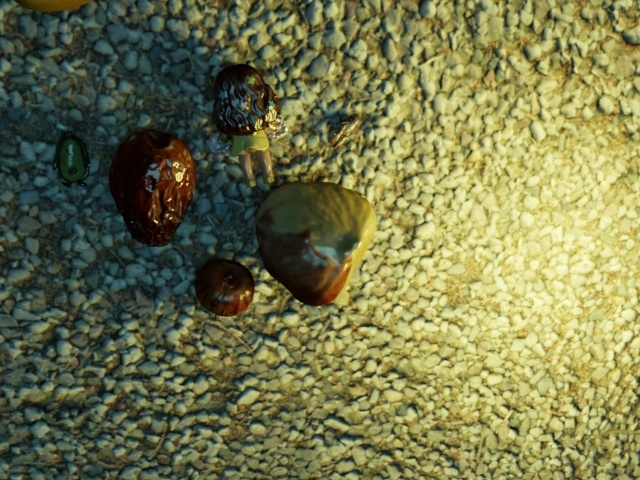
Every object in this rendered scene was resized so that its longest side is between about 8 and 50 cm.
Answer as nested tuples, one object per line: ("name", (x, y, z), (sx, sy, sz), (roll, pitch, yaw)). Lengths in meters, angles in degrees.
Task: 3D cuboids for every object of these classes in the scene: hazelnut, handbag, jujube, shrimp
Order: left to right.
("handbag", (-0.491, -0.163, 1.556), (0.072, 0.047, 0.111), (-5, 111, -11))
("jujube", (-0.333, -0.099, 1.563), (0.168, 0.168, 0.236), (2, 123, -12))
("hazelnut", (0.000, 0.000, 1.611), (0.261, 0.241, 0.261), (2, 85, -27))
("shrimp", (0.046, -0.228, 1.649), (0.029, 0.038, 0.092), (39, 100, 23))

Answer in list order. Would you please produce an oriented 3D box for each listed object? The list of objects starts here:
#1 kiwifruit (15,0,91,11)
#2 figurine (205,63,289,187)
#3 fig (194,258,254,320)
("kiwifruit", (-0.452, -0.506, 1.373), (0.234, 0.196, 0.196), (-25, 111, -7))
("figurine", (-0.146, -0.229, 1.567), (0.174, 0.116, 0.240), (-13, 111, -6))
("fig", (-0.195, 0.109, 1.676), (0.128, 0.128, 0.150), (-31, 138, 0))
